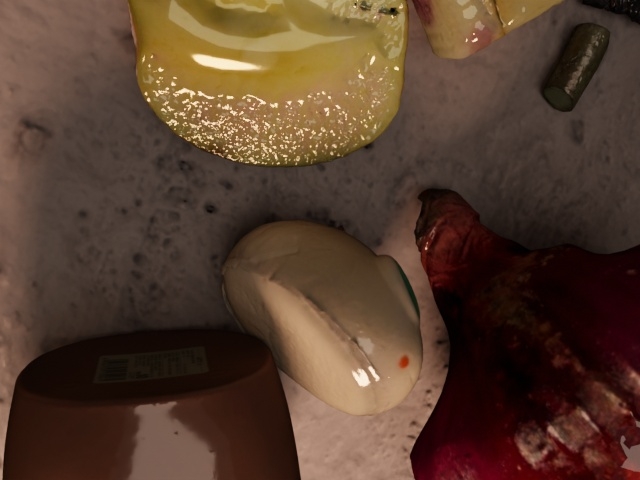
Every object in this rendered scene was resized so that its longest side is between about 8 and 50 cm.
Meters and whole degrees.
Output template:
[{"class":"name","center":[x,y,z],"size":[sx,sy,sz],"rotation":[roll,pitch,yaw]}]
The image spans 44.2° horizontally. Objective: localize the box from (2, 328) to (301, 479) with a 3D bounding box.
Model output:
[{"class":"box","center":[-0.162,0.216,0.761],"size":[0.301,0.301,0.216],"rotation":[-6,99,-11]}]

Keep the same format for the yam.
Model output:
[{"class":"yam","center":[0.282,-0.191,0.869],"size":[0.043,0.043,0.094],"rotation":[27,96,-18]}]

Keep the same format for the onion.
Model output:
[{"class":"onion","center":[0.225,0.119,0.802],"size":[0.398,0.398,0.420],"rotation":[-41,84,0]}]

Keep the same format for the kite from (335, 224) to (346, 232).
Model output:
[{"class":"kite","center":[0.000,0.006,0.877],"size":[0.078,0.002,0.044],"rotation":[-6,106,-13]}]

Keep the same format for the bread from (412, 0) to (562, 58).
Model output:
[{"class":"bread","center":[0.123,-0.363,0.728],"size":[0.187,0.155,0.338],"rotation":[-28,112,4]}]

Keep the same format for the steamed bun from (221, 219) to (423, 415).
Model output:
[{"class":"steamed bun","center":[0.012,0.069,0.798],"size":[0.130,0.228,0.177],"rotation":[-41,154,-29]}]

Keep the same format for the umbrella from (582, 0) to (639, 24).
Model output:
[{"class":"umbrella","center":[0.335,-0.261,0.865],"size":[0.143,0.040,0.037],"rotation":[16,109,-15]}]

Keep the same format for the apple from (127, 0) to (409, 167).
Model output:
[{"class":"apple","center":[-0.055,-0.172,0.760],"size":[0.264,0.120,0.193],"rotation":[4,116,-12]}]
